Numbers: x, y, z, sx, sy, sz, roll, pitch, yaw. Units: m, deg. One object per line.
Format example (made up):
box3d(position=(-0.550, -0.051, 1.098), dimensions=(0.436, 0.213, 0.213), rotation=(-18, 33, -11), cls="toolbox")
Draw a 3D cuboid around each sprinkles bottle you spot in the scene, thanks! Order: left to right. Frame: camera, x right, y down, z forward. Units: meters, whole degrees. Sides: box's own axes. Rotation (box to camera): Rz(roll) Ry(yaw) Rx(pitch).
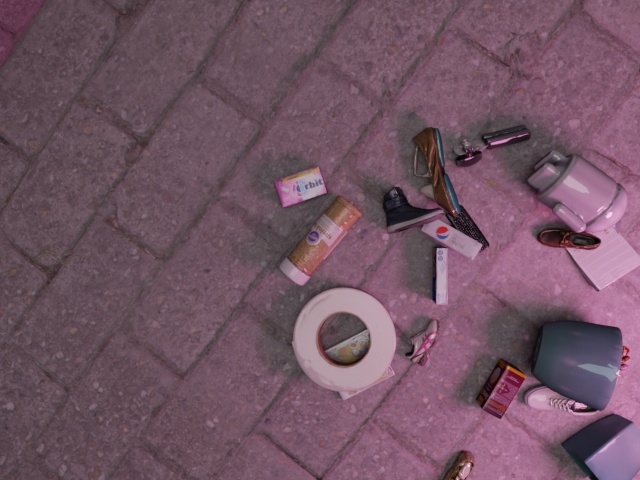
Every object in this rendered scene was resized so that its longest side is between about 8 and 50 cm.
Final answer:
box3d(position=(0.000, 0.000, 1.868), dimensions=(0.121, 0.121, 0.355), rotation=(40, 94, 2), cls="sprinkles bottle")

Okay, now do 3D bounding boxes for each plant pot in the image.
box3d(position=(0.878, 0.412, 1.745), dimensions=(0.235, 0.293, 0.293), rotation=(14, 94, 19), cls="plant pot")
box3d(position=(1.049, 0.756, 1.806), dimensions=(0.234, 0.166, 0.165), rotation=(-40, 89, -3), cls="plant pot")

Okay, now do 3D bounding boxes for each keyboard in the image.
box3d(position=(0.544, -0.031, 1.867), dimensions=(0.100, 0.038, 0.192), rotation=(-36, 89, 5), cls="keyboard")

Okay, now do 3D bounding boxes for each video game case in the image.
box3d(position=(0.139, 0.476, 1.925), dimensions=(0.227, 0.026, 0.206), rotation=(-29, 90, 5), cls="video game case")

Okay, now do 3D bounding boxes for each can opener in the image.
box3d(position=(0.626, -0.353, 1.839), dimensions=(0.280, 0.074, 0.093), rotation=(-17, 125, 6), cls="can opener")

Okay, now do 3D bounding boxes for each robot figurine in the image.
box3d(position=(0.912, -0.165, 1.751), dimensions=(0.353, 0.200, 0.300), rotation=(37, 66, 3), cls="robot figurine")

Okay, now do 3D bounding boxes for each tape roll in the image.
box3d(position=(0.088, 0.368, 1.879), dimensions=(0.392, 0.072, 0.392), rotation=(0, 86, 8), cls="tape roll")

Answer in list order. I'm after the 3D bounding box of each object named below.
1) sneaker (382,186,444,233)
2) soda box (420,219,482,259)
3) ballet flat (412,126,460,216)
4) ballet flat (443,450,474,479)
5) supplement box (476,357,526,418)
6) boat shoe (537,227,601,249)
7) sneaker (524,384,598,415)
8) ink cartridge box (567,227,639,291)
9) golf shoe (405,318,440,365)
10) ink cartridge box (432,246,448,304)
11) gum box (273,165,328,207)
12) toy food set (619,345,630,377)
box3d(position=(0.328, -0.129, 1.818), dimensions=(0.226, 0.086, 0.163), rotation=(-16, 79, 34), cls="sneaker")
box3d(position=(0.480, -0.010, 1.827), dimensions=(0.216, 0.074, 0.069), rotation=(33, 98, 18), cls="soda box")
box3d(position=(0.415, -0.242, 1.840), dimensions=(0.124, 0.116, 0.342), rotation=(-16, 91, 25), cls="ballet flat")
box3d(position=(0.521, 0.898, 1.893), dimensions=(0.073, 0.067, 0.206), rotation=(23, 94, 2), cls="ballet flat")
box3d(position=(0.666, 0.547, 1.848), dimensions=(0.081, 0.104, 0.188), rotation=(29, 94, 3), cls="supplement box")
box3d(position=(0.902, -0.008, 1.811), dimensions=(0.207, 0.073, 0.073), rotation=(5, 84, 14), cls="boat shoe")
box3d(position=(0.891, 0.591, 1.839), dimensions=(0.258, 0.091, 0.094), rotation=(-1, 92, 4), cls="sneaker")
box3d(position=(1.026, 0.042, 1.837), dimensions=(0.189, 0.066, 0.232), rotation=(-34, 69, 5), cls="ink cartridge box")
box3d(position=(0.387, 0.376, 1.881), dimensions=(0.086, 0.067, 0.186), rotation=(24, 94, 4), cls="golf shoe")
box3d(position=(0.444, 0.128, 1.851), dimensions=(0.046, 0.097, 0.207), rotation=(0, 92, 4), cls="ink cartridge box")
box3d(position=(-0.077, -0.200, 1.893), dimensions=(0.188, 0.062, 0.107), rotation=(-18, 91, 5), cls="gum box")
box3d(position=(1.112, 0.443, 1.854), dimensions=(0.078, 0.019, 0.122), rotation=(20, 86, 3), cls="toy food set")
